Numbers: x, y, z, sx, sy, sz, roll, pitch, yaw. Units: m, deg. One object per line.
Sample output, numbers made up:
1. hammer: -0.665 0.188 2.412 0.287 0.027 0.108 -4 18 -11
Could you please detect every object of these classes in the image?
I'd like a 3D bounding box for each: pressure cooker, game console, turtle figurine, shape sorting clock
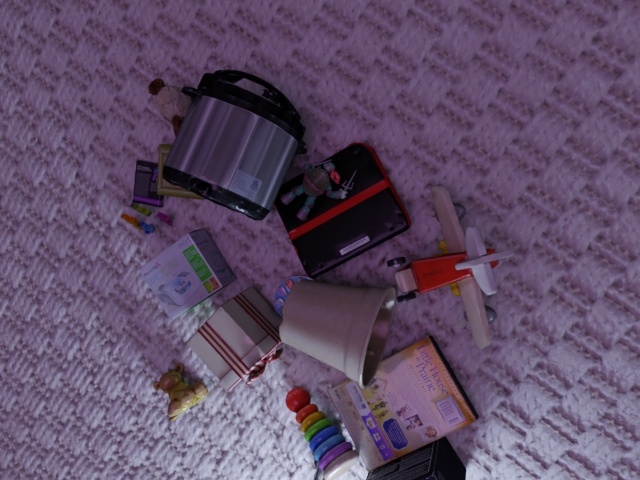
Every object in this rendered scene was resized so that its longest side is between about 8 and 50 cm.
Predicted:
1. pressure cooker: -0.253 -0.309 1.736 0.376 0.370 0.419 23 89 16
2. game console: 0.057 -0.104 1.802 0.387 0.060 0.341 -29 79 14
3. turtle figurine: -0.013 -0.180 1.743 0.234 0.118 0.175 -44 73 17
4. shape sorting clock: -0.069 0.223 1.943 0.207 0.040 0.206 3 99 17

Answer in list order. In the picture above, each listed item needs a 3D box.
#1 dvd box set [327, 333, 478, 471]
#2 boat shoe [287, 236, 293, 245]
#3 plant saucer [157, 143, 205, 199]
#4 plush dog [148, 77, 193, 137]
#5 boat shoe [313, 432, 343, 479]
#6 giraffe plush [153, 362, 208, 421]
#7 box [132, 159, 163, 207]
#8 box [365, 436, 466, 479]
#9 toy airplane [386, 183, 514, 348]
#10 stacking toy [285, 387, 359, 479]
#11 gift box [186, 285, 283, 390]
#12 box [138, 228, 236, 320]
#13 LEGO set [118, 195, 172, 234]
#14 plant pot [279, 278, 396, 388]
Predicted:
1. dvd box set: 0.267 0.547 1.851 0.421 0.062 0.307 -34 76 18
2. boat shoe: 0.000 0.000 1.880 0.233 0.084 0.079 4 69 22
3. plant saucer: -0.507 -0.247 1.987 0.189 0.045 0.188 7 100 7
4. plush dog: -0.466 -0.448 1.863 0.211 0.225 0.262 -37 86 19
5. boat shoe: 0.012 0.783 1.988 0.074 0.080 0.223 25 98 19
6. giraffe plush: -0.546 0.565 2.097 0.170 0.182 0.210 51 143 15
7. box: -0.639 -0.213 2.057 0.116 0.029 0.161 12 103 14
8. box: 0.302 0.808 1.785 0.296 0.294 0.182 -33 89 19
9. toy airplane: 0.422 0.072 1.651 0.384 0.273 0.385 41 128 39
10. stacking toy: -0.009 0.654 1.918 0.141 0.141 0.330 -49 59 18
11. gift box: -0.259 0.337 1.896 0.258 0.255 0.276 47 120 4
12. box: -0.484 0.121 2.012 0.262 0.127 0.231 -32 90 20
13. LEGO set: -0.662 -0.075 2.063 0.227 0.093 0.086 22 73 18
14. plant pot: 0.048 0.267 1.772 0.306 0.334 0.333 15 102 19
